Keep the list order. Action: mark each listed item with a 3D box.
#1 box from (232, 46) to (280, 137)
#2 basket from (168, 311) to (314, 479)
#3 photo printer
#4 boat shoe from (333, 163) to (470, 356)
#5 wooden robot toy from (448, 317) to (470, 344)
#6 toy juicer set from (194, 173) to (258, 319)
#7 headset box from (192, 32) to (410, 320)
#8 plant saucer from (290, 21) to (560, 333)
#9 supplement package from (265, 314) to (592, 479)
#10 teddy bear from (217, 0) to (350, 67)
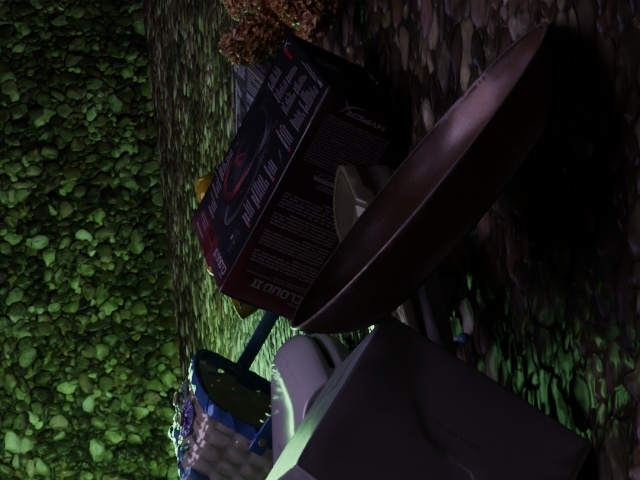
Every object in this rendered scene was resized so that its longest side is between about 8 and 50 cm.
[{"bbox_3d":[-0.067,-0.141,2.133,0.307,0.076,0.242,-129,37,-69],"label":"box"},{"bbox_3d":[-0.098,0.235,2.162,0.289,0.201,0.255,-55,19,7],"label":"basket"},{"bbox_3d":[0.002,0.275,1.858,0.256,0.107,0.308,-138,46,-75],"label":"photo printer"},{"bbox_3d":[0.091,0.024,1.392,0.302,0.103,0.113,-106,19,-48],"label":"boat shoe"},{"bbox_3d":[0.100,0.095,1.471,0.173,0.076,0.079,-110,9,-53],"label":"wooden robot toy"},{"bbox_3d":[-0.156,-0.007,2.320,0.329,0.089,0.209,-107,-9,-77],"label":"toy juicer set"},{"bbox_3d":[-0.038,-0.063,1.675,0.293,0.110,0.218,-61,22,14],"label":"headset box"},{"bbox_3d":[0.092,-0.038,1.153,0.310,0.050,0.310,-51,5,6],"label":"plant saucer"},{"bbox_3d":[0.077,0.191,1.198,0.149,0.194,0.203,-57,-1,-20],"label":"supplement package"},{"bbox_3d":[-0.059,-0.345,1.848,0.245,0.113,0.338,-48,25,20],"label":"teddy bear"}]
